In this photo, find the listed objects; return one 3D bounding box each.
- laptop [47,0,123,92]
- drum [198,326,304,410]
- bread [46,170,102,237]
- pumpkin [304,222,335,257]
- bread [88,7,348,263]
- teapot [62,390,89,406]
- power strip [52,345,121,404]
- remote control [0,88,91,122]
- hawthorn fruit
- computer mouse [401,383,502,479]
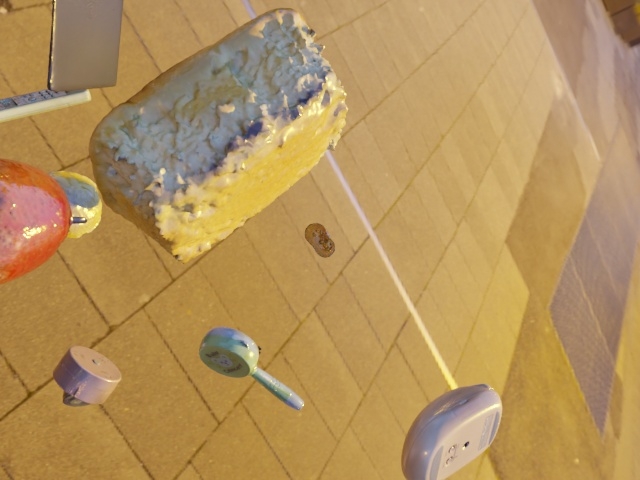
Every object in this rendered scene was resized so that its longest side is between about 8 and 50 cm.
[{"bbox_3d":[-0.287,-0.284,0.723,0.135,0.016,0.197,-46,152,-67],"label":"laptop"},{"bbox_3d":[-0.121,0.252,1.159,0.253,0.130,0.049,31,48,-11],"label":"drum"},{"bbox_3d":[-0.739,-0.103,1.669,0.197,0.170,0.197,-3,94,-50],"label":"bread"},{"bbox_3d":[0.001,-0.001,1.296,0.083,0.050,0.028,60,14,3],"label":"pumpkin"},{"bbox_3d":[-0.082,-0.093,0.542,0.245,0.174,0.121,-42,78,-17],"label":"bread"},{"bbox_3d":[-0.675,0.407,1.660,0.092,0.124,0.091,9,49,-32],"label":"teapot"},{"bbox_3d":[-0.583,0.335,1.474,0.154,0.154,0.078,35,90,-37],"label":"power strip"},{"bbox_3d":[-0.681,-0.335,1.421,0.233,0.098,0.038,-24,127,-29],"label":"remote control"},{"bbox_3d":[-0.695,-0.041,1.323,0.369,0.284,0.285,-3,76,-56],"label":"hawthorn fruit"},{"bbox_3d":[0.227,0.337,1.032,0.236,0.082,0.145,-17,121,-38],"label":"computer mouse"}]
